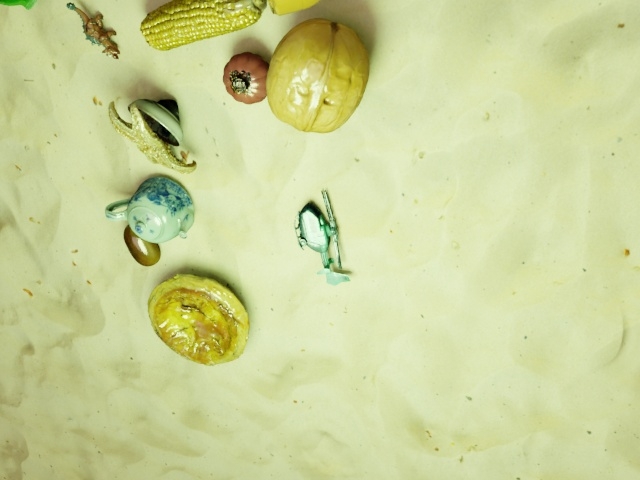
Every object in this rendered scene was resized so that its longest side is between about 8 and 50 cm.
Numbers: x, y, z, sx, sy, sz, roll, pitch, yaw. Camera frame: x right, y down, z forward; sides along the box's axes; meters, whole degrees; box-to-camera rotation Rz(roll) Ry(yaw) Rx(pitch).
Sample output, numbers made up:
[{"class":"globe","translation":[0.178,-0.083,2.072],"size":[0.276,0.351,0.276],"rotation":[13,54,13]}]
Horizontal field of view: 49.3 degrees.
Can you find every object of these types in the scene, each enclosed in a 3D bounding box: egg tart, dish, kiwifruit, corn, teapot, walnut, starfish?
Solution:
[{"class":"egg tart","translation":[-0.302,0.195,1.796],"size":[0.290,0.115,0.290],"rotation":[10,124,16]},{"class":"dish","translation":[-0.351,-0.284,1.564],"size":[0.141,0.078,0.141],"rotation":[31,167,8]},{"class":"kiwifruit","translation":[-0.453,0.011,1.774],"size":[0.075,0.075,0.124],"rotation":[-10,118,26]},{"class":"corn","translation":[-0.245,-0.450,1.404],"size":[0.293,0.106,0.106],"rotation":[-9,115,26]},{"class":"teapot","translation":[-0.400,-0.059,1.666],"size":[0.232,0.159,0.159],"rotation":[13,122,14]},{"class":"walnut","translation":[-0.007,-0.312,1.343],"size":[0.193,0.193,0.225],"rotation":[32,124,1]},{"class":"starfish","translation":[-0.380,-0.221,1.550],"size":[0.216,0.071,0.238],"rotation":[25,159,8]}]

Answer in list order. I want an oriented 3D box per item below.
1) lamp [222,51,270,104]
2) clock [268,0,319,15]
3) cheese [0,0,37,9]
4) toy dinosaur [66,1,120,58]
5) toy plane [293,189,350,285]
[{"class":"lamp","translation":[-0.149,-0.334,1.438],"size":[0.107,0.092,0.107],"rotation":[10,122,16]},{"class":"clock","translation":[-0.056,-0.554,1.188],"size":[0.200,0.244,0.317],"rotation":[-11,120,3]},{"class":"cheese","translation":[-0.725,-0.640,1.493],"size":[0.204,0.083,0.320],"rotation":[-32,106,35]},{"class":"toy dinosaur","translation":[-0.494,-0.461,1.528],"size":[0.055,0.049,0.154],"rotation":[-31,109,36]},{"class":"toy plane","translation":[0.000,0.000,1.601],"size":[0.096,0.060,0.235],"rotation":[-10,111,11]}]
